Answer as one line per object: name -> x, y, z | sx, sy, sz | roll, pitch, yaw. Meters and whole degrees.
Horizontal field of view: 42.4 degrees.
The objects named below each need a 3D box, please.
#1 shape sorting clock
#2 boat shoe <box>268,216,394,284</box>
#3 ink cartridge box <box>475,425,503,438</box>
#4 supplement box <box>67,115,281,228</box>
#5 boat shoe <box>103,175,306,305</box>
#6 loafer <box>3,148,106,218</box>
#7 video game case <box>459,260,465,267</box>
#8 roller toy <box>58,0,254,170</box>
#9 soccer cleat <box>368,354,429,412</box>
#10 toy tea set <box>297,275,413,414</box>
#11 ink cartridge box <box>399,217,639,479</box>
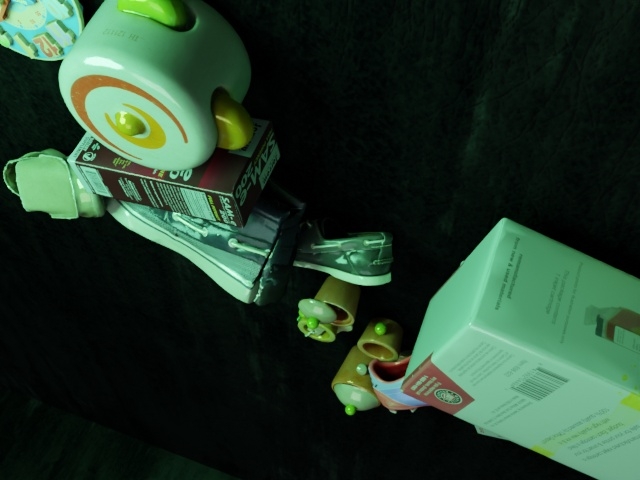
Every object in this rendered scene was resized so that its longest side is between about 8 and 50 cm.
shape sorting clock -> -0.377, -0.298, 0.987 | 0.206, 0.040, 0.206 | 17, 150, 10
boat shoe -> 0.000, 0.000, 1.187 | 0.233, 0.084, 0.079 | 13, 113, 31
ink cartridge box -> 0.334, 0.315, 1.461 | 0.122, 0.052, 0.088 | 8, 147, 28
supplement box -> -0.187, -0.108, 1.068 | 0.239, 0.130, 0.073 | 12, 148, 18
boat shoe -> -0.167, -0.062, 1.170 | 0.340, 0.127, 0.158 | 31, 118, 17
loafer -> -0.395, -0.079, 1.216 | 0.268, 0.092, 0.102 | 13, 117, 55
video game case -> 0.307, 0.119, 1.189 | 0.206, 0.026, 0.227 | 12, 147, 21
roller toy -> -0.187, -0.176, 0.940 | 0.191, 0.146, 0.209 | -10, 137, 45
soccer cleat -> 0.193, 0.214, 1.294 | 0.248, 0.083, 0.095 | -14, 119, 30
toy tea set -> 0.054, 0.196, 1.392 | 0.200, 0.124, 0.336 | -8, 138, 43
ink cartridge box -> 0.335, 0.167, 1.058 | 0.384, 0.160, 0.279 | 25, 150, -1
